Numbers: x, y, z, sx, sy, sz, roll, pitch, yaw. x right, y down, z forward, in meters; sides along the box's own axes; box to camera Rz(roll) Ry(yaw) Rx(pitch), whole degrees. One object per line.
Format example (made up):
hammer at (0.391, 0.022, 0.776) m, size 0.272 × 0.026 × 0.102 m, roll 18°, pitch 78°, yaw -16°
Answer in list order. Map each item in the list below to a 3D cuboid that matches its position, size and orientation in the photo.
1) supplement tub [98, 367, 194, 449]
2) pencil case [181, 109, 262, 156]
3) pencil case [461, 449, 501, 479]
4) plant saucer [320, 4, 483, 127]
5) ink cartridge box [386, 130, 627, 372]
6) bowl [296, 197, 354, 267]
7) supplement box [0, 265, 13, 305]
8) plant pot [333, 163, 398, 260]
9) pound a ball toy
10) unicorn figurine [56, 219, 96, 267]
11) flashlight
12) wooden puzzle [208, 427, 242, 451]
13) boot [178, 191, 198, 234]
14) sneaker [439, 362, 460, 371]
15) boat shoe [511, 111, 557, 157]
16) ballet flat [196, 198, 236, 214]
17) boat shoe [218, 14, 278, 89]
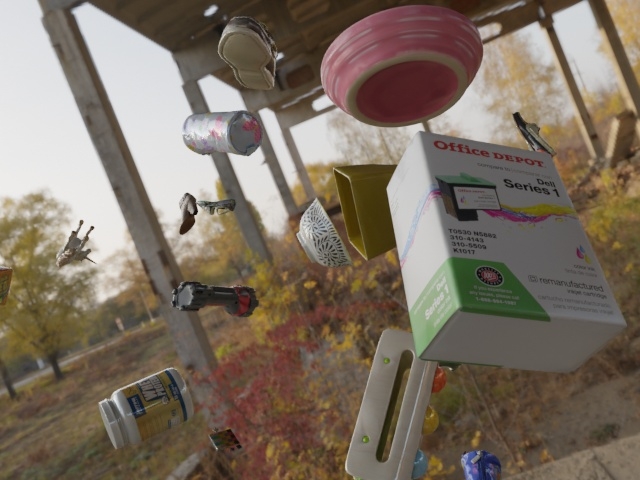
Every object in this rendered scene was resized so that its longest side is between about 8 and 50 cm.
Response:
supplement tub at (-0.435, 0.420, 1.506) m, size 0.200 × 0.144 × 0.144 m, roll -20°, pitch -1°, yaw -29°
pencil case at (-0.276, -0.294, 1.660) m, size 0.114 × 0.124 × 0.273 m, roll -8°, pitch 12°, yaw -40°
pencil case at (0.476, 0.745, 1.757) m, size 0.120 × 0.133 × 0.306 m, roll -8°, pitch 21°, yaw 15°
plant saucer at (0.169, -0.332, 1.230) m, size 0.333 × 0.084 × 0.332 m, roll -6°, pitch -23°, yaw -2°
ink cartridge box at (0.208, 0.007, 0.738) m, size 0.202 × 0.278 × 0.117 m, roll 8°, pitch -42°, yaw -13°
bowl at (0.000, 0.000, 1.313) m, size 0.080 × 0.170 × 0.170 m, roll -30°, pitch 0°, yaw 0°
supplement box at (-0.676, 0.060, 1.055) m, size 0.234 × 0.080 × 0.078 m, roll 16°, pitch 4°, yaw -8°
plant pot at (0.161, -0.095, 1.531) m, size 0.187 × 0.212 × 0.212 m, roll -15°, pitch 16°, yaw -5°
pound a ball toy at (0.164, 0.316, 1.151) m, size 0.136 × 0.319 × 0.208 m, roll 12°, pitch -26°, yaw 17°
unicorn figurine at (-0.532, 0.015, 1.310) m, size 0.111 × 0.060 × 0.162 m, roll -55°, pitch -2°, yaw 18°
flashlight at (-0.305, 0.173, 1.750) m, size 0.103 × 0.103 × 0.304 m, roll 10°, pitch -1°, yaw 31°
wooden puzzle at (-0.200, 0.414, 1.250) m, size 0.049 × 0.006 × 0.083 m, roll -7°, pitch 24°, yaw -30°
boot at (-0.420, -0.088, 1.872) m, size 0.042 × 0.087 × 0.118 m, roll 15°, pitch -61°, yaw -49°
sneaker at (0.350, 0.298, 1.570) m, size 0.192 × 0.086 × 0.064 m, roll -4°, pitch 12°, yaw -16°
boat shoe at (0.466, -0.231, 1.321) m, size 0.043 × 0.137 × 0.049 m, roll -33°, pitch -23°, yaw 23°
ballet flat at (-0.269, -0.085, 1.537) m, size 0.115 × 0.041 × 0.041 m, roll -1°, pitch 8°, yaw 21°
boat shoe at (-0.156, -0.441, 1.374) m, size 0.117 × 0.096 × 0.324 m, roll 8°, pitch -5°, yaw 4°
